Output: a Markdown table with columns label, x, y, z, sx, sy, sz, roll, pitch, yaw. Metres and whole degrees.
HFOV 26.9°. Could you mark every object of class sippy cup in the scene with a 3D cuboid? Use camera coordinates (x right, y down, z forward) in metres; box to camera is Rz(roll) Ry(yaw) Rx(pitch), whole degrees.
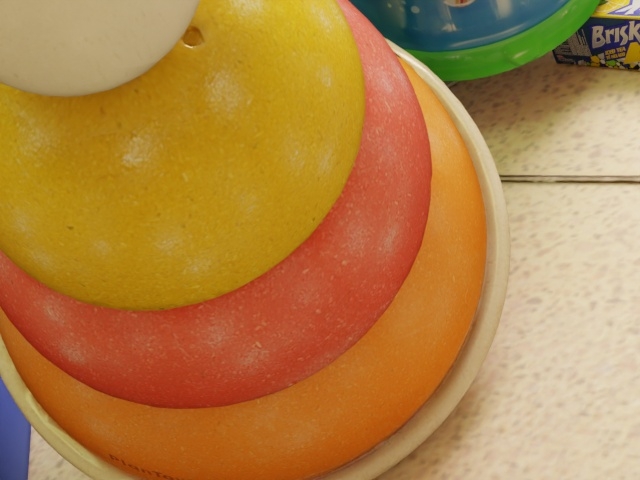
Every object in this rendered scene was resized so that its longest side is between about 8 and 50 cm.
| label | x | y | z | sx | sy | sz | roll | pitch | yaw |
| --- | --- | --- | --- | --- | --- | --- | --- | --- | --- |
| sippy cup | 0.094 | -0.279 | 1.009 | 0.240 | 0.224 | 0.305 | -4 | 55 | 16 |

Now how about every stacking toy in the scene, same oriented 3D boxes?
| label | x | y | z | sx | sy | sz | roll | pitch | yaw |
| --- | --- | --- | --- | --- | --- | --- | --- | --- | --- |
| stacking toy | -0.071 | -0.057 | 0.692 | 0.351 | 0.480 | 0.350 | -2 | 71 | 5 |

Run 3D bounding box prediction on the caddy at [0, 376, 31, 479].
| label | x | y | z | sx | sy | sz | roll | pitch | yaw |
| --- | --- | --- | --- | --- | --- | --- | --- | --- | --- |
| caddy | -0.347 | 0.155 | 0.944 | 0.241 | 0.179 | 0.341 | -24 | 34 | 6 |

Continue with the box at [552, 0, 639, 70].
| label | x | y | z | sx | sy | sz | roll | pitch | yaw |
| --- | --- | --- | --- | --- | --- | --- | --- | --- | --- |
| box | 0.259 | -0.169 | 1.041 | 0.169 | 0.054 | 0.059 | 15 | 53 | 45 |

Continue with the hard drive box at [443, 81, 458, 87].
| label | x | y | z | sx | sy | sz | roll | pitch | yaw |
| --- | --- | --- | --- | --- | --- | --- | --- | --- | --- |
| hard drive box | 0.102 | -0.225 | 1.196 | 0.232 | 0.089 | 0.181 | -31 | 34 | -4 |
